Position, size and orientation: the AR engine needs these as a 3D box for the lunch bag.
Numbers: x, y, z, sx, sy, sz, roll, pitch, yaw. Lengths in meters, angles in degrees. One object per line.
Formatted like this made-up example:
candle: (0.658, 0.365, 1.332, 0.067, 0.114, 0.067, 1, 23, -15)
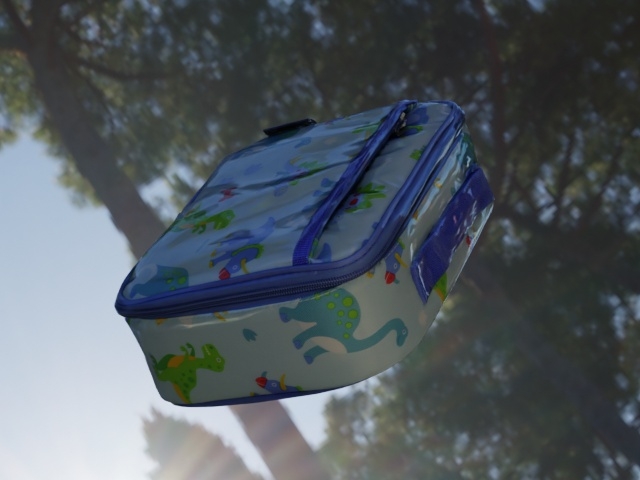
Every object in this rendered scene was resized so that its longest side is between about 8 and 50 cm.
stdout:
lunch bag: (0.000, 0.000, 0.756, 0.219, 0.176, 0.090, -53, -52, -52)
